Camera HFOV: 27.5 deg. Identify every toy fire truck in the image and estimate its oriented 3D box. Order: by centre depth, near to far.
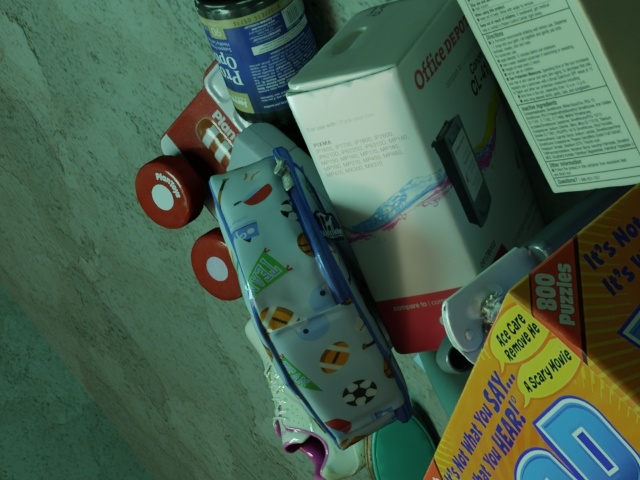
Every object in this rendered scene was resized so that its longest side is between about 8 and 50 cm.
[{"bbox_3d":[-0.087,-0.078,1.763,0.302,0.169,0.254,51,134,5],"label":"toy fire truck"}]

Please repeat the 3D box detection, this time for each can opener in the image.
[{"bbox_3d":[0.216,0.022,1.241,0.074,0.280,0.093,58,159,-9],"label":"can opener"}]

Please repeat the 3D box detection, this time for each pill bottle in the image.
[{"bbox_3d":[-0.061,-0.216,1.575,0.123,0.123,0.219,23,142,46],"label":"pill bottle"}]

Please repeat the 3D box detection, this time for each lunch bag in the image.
[{"bbox_3d":[-0.012,0.053,1.372,0.243,0.115,0.303,-111,-2,-51],"label":"lunch bag"}]

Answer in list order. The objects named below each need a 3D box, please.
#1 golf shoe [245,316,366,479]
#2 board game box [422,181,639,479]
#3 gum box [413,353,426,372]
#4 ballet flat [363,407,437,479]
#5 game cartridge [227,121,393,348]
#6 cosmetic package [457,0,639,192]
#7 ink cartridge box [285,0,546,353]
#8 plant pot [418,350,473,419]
[{"bbox_3d":[-0.033,0.243,2.042,0.306,0.140,0.115,47,154,16],"label":"golf shoe"},{"bbox_3d":[0.356,0.156,1.083,0.356,0.356,0.356,44,151,20],"label":"board game box"},{"bbox_3d":[0.214,0.181,1.683,0.184,0.041,0.157,48,152,11],"label":"gum box"},{"bbox_3d":[0.143,0.374,1.969,0.342,0.116,0.124,60,172,-18],"label":"ballet flat"},{"bbox_3d":[0.000,0.000,1.576,0.297,0.062,0.198,49,154,11],"label":"game cartridge"},{"bbox_3d":[0.225,-0.202,1.137,0.153,0.129,0.296,-2,120,60],"label":"cosmetic package"},{"bbox_3d":[0.110,-0.073,1.339,0.131,0.226,0.306,-9,116,29],"label":"ink cartridge box"},{"bbox_3d":[0.212,0.129,1.501,0.234,0.166,0.165,52,154,27],"label":"plant pot"}]
